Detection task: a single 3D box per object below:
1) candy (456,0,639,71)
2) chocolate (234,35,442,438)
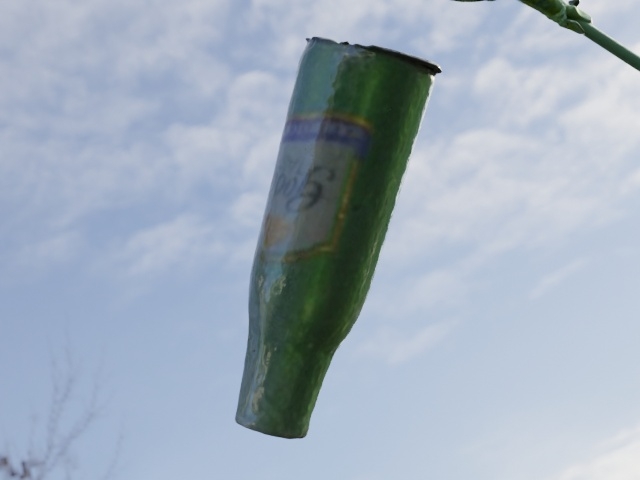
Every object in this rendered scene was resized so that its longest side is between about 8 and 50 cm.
[{"bbox_3d":[0.210,-0.183,1.094,0.091,0.305,0.083,-59,-4,39],"label":"candy"},{"bbox_3d":[0.000,0.000,0.994,0.110,0.291,0.110,15,-2,1],"label":"chocolate"}]
